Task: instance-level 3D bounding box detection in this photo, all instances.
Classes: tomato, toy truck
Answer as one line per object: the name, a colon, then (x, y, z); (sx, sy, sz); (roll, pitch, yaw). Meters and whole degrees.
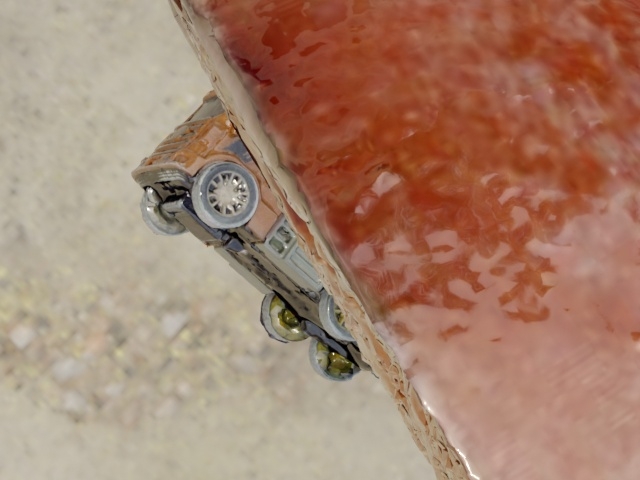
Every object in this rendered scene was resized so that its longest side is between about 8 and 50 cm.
tomato: (0.073, 0.005, 0.562); (0.143, 0.338, 0.338); (-27, 136, -1)
toy truck: (0.000, 0.000, 0.975); (0.192, 0.083, 0.092); (42, 70, -18)
